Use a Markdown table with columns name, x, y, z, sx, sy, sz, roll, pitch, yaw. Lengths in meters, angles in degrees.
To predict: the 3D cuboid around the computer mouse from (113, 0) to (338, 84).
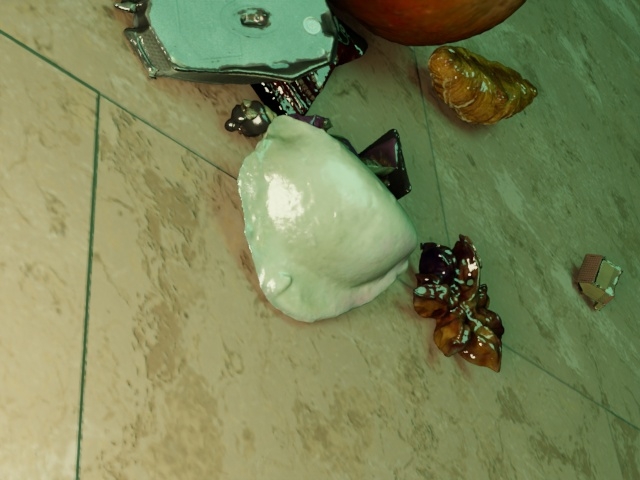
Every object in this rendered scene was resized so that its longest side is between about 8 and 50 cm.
| name | x | y | z | sx | sy | sz | roll | pitch | yaw |
| --- | --- | --- | --- | --- | --- | --- | --- | --- | --- |
| computer mouse | -0.087 | -0.199 | 1.058 | 0.231 | 0.071 | 0.126 | -4 | 80 | -28 |

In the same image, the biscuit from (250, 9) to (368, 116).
| name | x | y | z | sx | sy | sz | roll | pitch | yaw |
| --- | --- | --- | --- | --- | --- | --- | --- | --- | --- |
| biscuit | -0.027 | -0.230 | 1.204 | 0.151 | 0.063 | 0.235 | 56 | 28 | -13 |

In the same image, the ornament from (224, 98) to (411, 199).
| name | x | y | z | sx | sy | sz | roll | pitch | yaw |
| --- | --- | --- | --- | --- | --- | --- | --- | --- | --- |
| ornament | 0.000 | -0.092 | 1.101 | 0.203 | 0.081 | 0.088 | 26 | 43 | -44 |

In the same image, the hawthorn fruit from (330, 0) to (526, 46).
| name | x | y | z | sx | sy | sz | roll | pitch | yaw |
| --- | --- | --- | --- | --- | --- | --- | --- | --- | --- |
| hawthorn fruit | 0.151 | -0.442 | 1.323 | 0.403 | 0.403 | 0.403 | 37 | 37 | -34 |

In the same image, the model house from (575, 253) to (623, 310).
| name | x | y | z | sx | sy | sz | roll | pitch | yaw |
| --- | --- | --- | --- | --- | --- | --- | --- | --- | --- |
| model house | 0.398 | 0.050 | 1.613 | 0.058 | 0.057 | 0.083 | 30 | 54 | 0 |

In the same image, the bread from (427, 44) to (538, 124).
| name | x | y | z | sx | sy | sz | roll | pitch | yaw |
| --- | --- | --- | --- | --- | --- | --- | --- | --- | --- |
| bread | 0.218 | -0.206 | 1.536 | 0.233 | 0.076 | 0.105 | 5 | 47 | -47 |

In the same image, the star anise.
| name | x | y | z | sx | sy | sz | roll | pitch | yaw |
| --- | --- | --- | --- | --- | --- | --- | --- | --- | --- |
| star anise | 0.148 | 0.072 | 1.209 | 0.168 | 0.057 | 0.168 | 27 | 53 | -42 |

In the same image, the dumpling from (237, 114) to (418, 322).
| name | x | y | z | sx | sy | sz | roll | pitch | yaw |
| --- | --- | --- | --- | --- | --- | --- | --- | --- | --- |
| dumpling | -0.001 | -0.007 | 1.028 | 0.216 | 0.149 | 0.105 | 41 | 1 | -31 |
